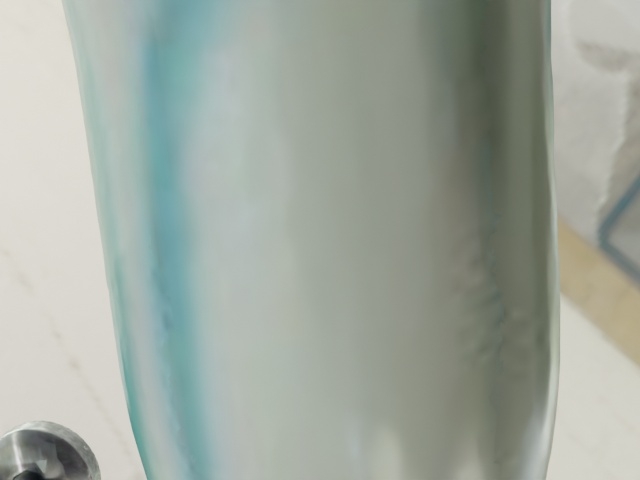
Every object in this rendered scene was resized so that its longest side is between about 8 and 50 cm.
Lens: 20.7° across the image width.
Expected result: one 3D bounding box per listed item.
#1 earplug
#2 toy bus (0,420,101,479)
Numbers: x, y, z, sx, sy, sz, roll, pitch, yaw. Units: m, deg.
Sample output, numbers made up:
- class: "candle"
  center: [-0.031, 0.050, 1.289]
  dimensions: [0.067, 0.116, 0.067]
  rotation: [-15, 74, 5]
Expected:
- class: "earplug"
  center: [0.000, 0.000, 0.561]
  dimensions: [0.185, 0.324, 0.185]
  rotation: [-4, -173, 1]
- class: "toy bus"
  center: [-0.252, 0.151, 0.798]
  dimensions: [0.329, 0.153, 0.143]
  rotation: [10, -167, 6]
